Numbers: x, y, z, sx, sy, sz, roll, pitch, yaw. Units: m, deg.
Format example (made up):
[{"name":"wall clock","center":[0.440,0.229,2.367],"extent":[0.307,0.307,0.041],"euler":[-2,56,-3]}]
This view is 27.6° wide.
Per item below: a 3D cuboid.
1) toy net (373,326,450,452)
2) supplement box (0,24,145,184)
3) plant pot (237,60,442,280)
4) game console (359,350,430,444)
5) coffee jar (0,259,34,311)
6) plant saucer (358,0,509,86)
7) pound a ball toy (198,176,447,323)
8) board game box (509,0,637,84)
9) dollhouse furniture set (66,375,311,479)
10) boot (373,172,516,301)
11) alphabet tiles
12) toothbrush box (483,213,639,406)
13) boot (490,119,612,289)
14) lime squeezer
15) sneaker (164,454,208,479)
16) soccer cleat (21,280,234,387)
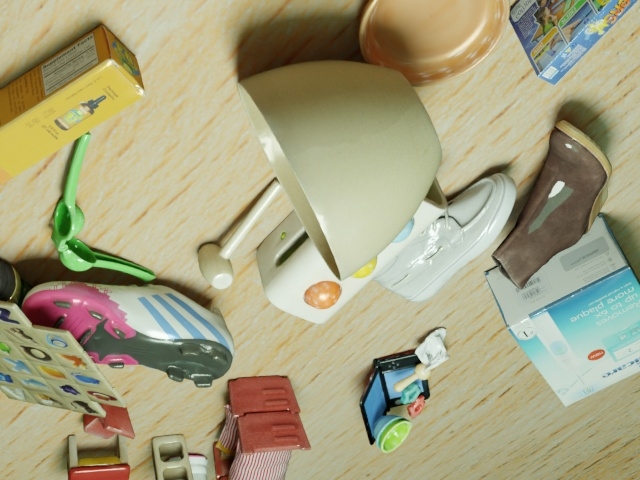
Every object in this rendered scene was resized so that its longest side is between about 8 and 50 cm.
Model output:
[{"name":"toy net","center":[0.171,0.256,2.222],"extent":[0.122,0.045,0.232],"euler":[12,112,-51]},{"name":"supplement box","center":[-0.335,-0.166,1.618],"extent":[0.233,0.080,0.078],"euler":[-28,138,14]},{"name":"plant pot","center":[0.043,-0.116,1.664],"extent":[0.191,0.284,0.284],"euler":[-27,139,-4]},{"name":"game console","center":[0.129,0.272,2.242],"extent":[0.124,0.085,0.144],"euler":[-12,139,2]},{"name":"coffee jar","center":[-0.437,0.102,1.872],"extent":[0.096,0.079,0.184],"euler":[-34,136,10]},{"name":"plant saucer","center":[0.143,-0.285,1.678],"extent":[0.200,0.037,0.200],"euler":[-9,137,-9]},{"name":"pound a ball toy","center":[0.000,0.000,1.867],"extent":[0.208,0.136,0.319],"euler":[24,124,-37]},{"name":"board game box","center":[0.328,-0.311,1.636],"extent":[0.035,0.136,0.201],"euler":[20,128,-34]},{"name":"dollhouse furniture set","center":[-0.226,0.354,2.163],"extent":[0.374,0.152,0.201],"euler":[-2,137,-16]},{"name":"boot","center":[0.169,-0.015,1.940],"extent":[0.123,0.095,0.258],"euler":[24,120,-30]},{"name":"alphabet tiles","center":[-0.441,0.163,1.865],"extent":[0.285,0.011,0.342],"euler":[7,150,19]},{"name":"toothbrush box","center":[0.433,0.122,2.153],"extent":[0.216,0.126,0.295],"euler":[-27,139,11]},{"name":"boot","center":[0.332,-0.044,1.913],"extent":[0.207,0.090,0.248],"euler":[-45,147,-6]},{"name":"lime squeezer","center":[-0.320,-0.017,1.801],"extent":[0.110,0.059,0.310],"euler":[-16,138,0]},{"name":"sneaker","center":[-0.265,0.495,2.336],"extent":[0.103,0.111,0.252],"euler":[4,135,-22]},{"name":"soccer cleat","center":[-0.280,0.115,1.899],"extent":[0.331,0.143,0.116],"euler":[21,123,-27]}]
